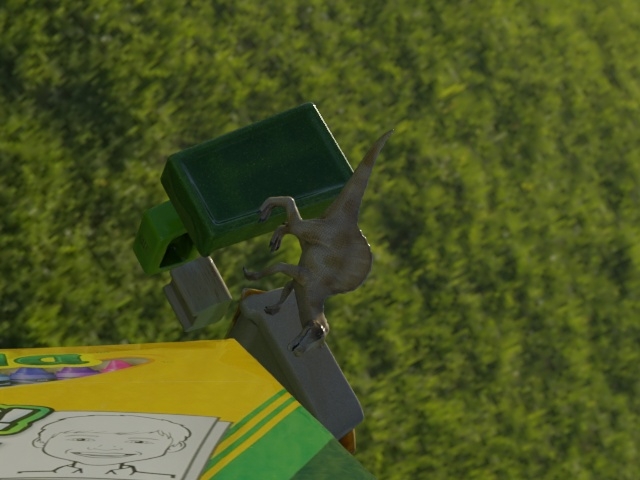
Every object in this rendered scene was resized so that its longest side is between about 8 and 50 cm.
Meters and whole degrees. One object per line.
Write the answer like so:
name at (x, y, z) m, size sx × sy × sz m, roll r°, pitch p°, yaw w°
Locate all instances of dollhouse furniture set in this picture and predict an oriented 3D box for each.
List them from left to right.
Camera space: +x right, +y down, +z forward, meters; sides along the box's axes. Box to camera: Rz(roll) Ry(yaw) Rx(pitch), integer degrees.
dollhouse furniture set at (-0.025, 0.067, 1.268) m, size 0.151 × 0.197 × 0.301 m, roll -21°, pitch 70°, yaw -26°

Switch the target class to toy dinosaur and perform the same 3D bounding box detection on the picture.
toy dinosaur at (0.000, 0.000, 1.079) m, size 0.183 × 0.092 × 0.053 m, roll -71°, pitch 157°, yaw -9°

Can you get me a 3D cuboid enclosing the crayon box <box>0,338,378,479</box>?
crayon box at (-0.177, 0.117, 0.522) m, size 0.363 × 0.313 × 0.106 m, roll -1°, pitch 98°, yaw -15°
